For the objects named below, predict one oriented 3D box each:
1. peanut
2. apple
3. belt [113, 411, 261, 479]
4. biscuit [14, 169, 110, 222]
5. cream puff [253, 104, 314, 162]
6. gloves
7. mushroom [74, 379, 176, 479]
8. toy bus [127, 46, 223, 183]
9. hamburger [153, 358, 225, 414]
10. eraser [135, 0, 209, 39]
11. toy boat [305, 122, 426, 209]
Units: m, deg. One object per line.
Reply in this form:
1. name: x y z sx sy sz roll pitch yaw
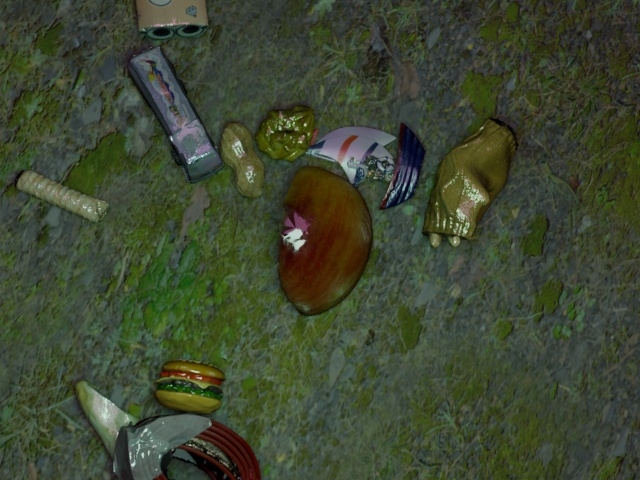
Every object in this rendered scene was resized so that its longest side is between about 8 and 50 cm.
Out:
1. peanut: -0.188 -0.190 1.822 0.089 0.089 0.192 -21 84 -10
2. apple: 0.000 0.000 1.766 0.254 0.179 0.345 12 79 -23
3. belt: -0.289 0.490 1.622 0.324 0.115 0.227 30 62 -23
4. biscuit: -0.604 -0.106 1.772 0.219 0.055 0.061 25 68 -2
5. cream puff: -0.081 -0.266 1.815 0.146 0.116 0.146 5 56 -7
6. gloves: 0.352 -0.131 1.833 0.156 0.203 0.356 22 72 20
7. mushroom: -0.430 0.444 1.688 0.107 0.087 0.333 -30 83 -9
8. toy bus: -0.340 -0.298 1.793 0.113 0.138 0.316 -29 83 -9
9. hamburger: -0.290 0.326 1.690 0.162 0.162 0.115 10 73 -5
10. eraser: -0.376 -0.649 1.872 0.171 0.087 0.290 -7 82 -9
11. toy boat: 0.120 -0.221 1.882 0.318 0.072 0.219 38 81 10
